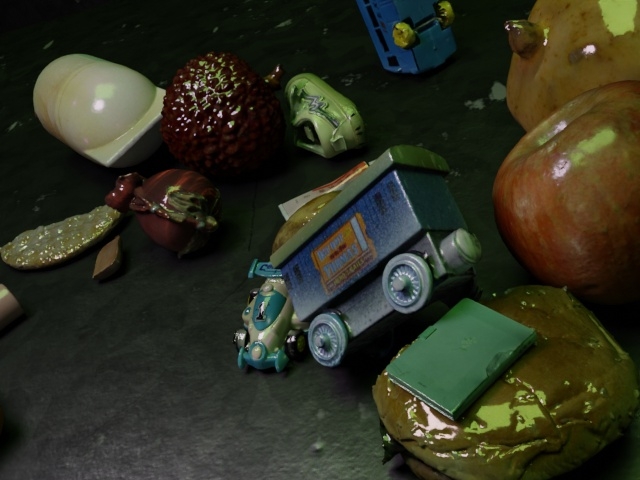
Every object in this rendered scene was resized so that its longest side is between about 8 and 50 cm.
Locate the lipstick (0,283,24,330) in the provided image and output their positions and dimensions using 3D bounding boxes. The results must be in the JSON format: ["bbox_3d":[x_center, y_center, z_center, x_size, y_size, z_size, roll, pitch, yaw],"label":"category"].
[{"bbox_3d":[-0.648,0.180,1.208,0.070,0.070,0.254,20,51,42],"label":"lipstick"}]

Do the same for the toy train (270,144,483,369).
[{"bbox_3d":[0.065,0.032,0.885,0.300,0.131,0.201,-40,62,39],"label":"toy train"}]

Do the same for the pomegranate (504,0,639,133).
[{"bbox_3d":[0.436,-0.273,1.086,0.343,0.342,0.342,-13,36,9],"label":"pomegranate"}]

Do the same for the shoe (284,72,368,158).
[{"bbox_3d":[-0.007,-0.263,1.433,0.128,0.140,0.262,-24,42,-28],"label":"shoe"}]

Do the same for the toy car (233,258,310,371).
[{"bbox_3d":[-0.073,0.105,1.015,0.126,0.098,0.161,-1,38,27],"label":"toy car"}]

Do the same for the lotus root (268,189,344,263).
[{"bbox_3d":[0.000,0.000,1.093,0.214,0.138,0.138,-29,35,6],"label":"lotus root"}]

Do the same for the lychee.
[{"bbox_3d":[-0.188,-0.261,1.423,0.300,0.264,0.264,-33,33,14],"label":"lychee"}]

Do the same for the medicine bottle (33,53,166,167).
[{"bbox_3d":[-0.496,-0.297,1.626,0.236,0.235,0.406,-36,39,-22],"label":"medicine bottle"}]

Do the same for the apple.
[{"bbox_3d":[0.378,-0.049,0.886,0.302,0.301,0.301,-13,36,9],"label":"apple"}]

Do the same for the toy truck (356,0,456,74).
[{"bbox_3d":[0.170,-0.569,1.562,0.161,0.384,0.162,-34,20,-21],"label":"toy truck"}]

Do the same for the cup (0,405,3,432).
[{"bbox_3d":[-0.612,0.258,1.032,0.264,0.182,0.226,20,84,33],"label":"cup"}]

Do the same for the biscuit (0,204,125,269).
[{"bbox_3d":[-0.530,0.003,1.414,0.290,0.038,0.141,-18,36,5],"label":"biscuit"}]

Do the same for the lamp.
[{"bbox_3d":[-0.268,-0.069,1.287,0.223,0.215,0.151,42,99,18],"label":"lamp"}]

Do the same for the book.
[{"bbox_3d":[0.147,0.121,0.737,0.135,0.017,0.103,-37,39,-24],"label":"book"}]

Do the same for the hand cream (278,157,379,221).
[{"bbox_3d":[0.024,-0.099,1.302,0.216,0.038,0.052,-27,9,-4],"label":"hand cream"}]

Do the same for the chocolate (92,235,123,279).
[{"bbox_3d":[-0.398,0.038,1.314,0.065,0.031,0.100,-35,31,8],"label":"chocolate"}]

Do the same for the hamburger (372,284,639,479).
[{"bbox_3d":[0.210,0.179,0.760,0.309,0.132,0.211,-22,33,-7],"label":"hamburger"}]
